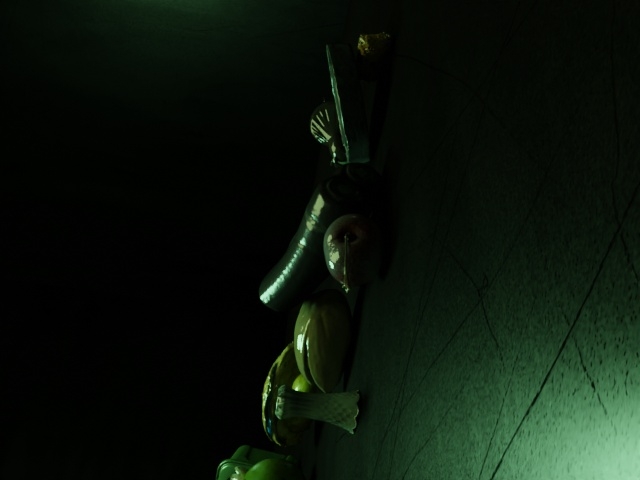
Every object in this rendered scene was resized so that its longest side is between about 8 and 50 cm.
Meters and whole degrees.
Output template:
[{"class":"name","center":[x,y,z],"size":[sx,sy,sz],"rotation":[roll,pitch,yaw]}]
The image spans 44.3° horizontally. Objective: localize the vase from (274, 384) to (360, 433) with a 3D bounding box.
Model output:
[{"class":"vase","center":[-0.007,0.305,1.442],"size":[0.081,0.149,0.081],"rotation":[-172,90,-86]}]

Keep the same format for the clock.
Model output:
[{"class":"clock","center":[0.065,-0.309,1.789],"size":[0.280,0.055,0.280],"rotation":[-11,-90,-89]}]

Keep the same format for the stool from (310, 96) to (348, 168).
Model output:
[{"class":"stool","center":[0.050,-0.294,2.186],"size":[0.121,0.125,0.217],"rotation":[28,-139,-66]}]

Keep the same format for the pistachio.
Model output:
[{"class":"pistachio","center":[0.009,0.212,1.665],"size":[0.136,0.136,0.226],"rotation":[-98,12,-75]}]

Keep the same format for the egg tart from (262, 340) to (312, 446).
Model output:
[{"class":"egg tart","center":[-0.060,0.404,2.066],"size":[0.291,0.107,0.290],"rotation":[4,-90,-69]}]

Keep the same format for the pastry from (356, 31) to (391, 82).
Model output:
[{"class":"pastry","center":[0.113,-0.407,1.744],"size":[0.056,0.080,0.140],"rotation":[61,160,25]}]

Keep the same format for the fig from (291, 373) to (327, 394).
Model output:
[{"class":"fig","center":[0.001,0.348,1.965],"size":[0.166,0.093,0.093],"rotation":[-36,-25,-33]}]

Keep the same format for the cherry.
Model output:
[{"class":"cherry","center":[0.056,0.048,1.383],"size":[0.148,0.115,0.188],"rotation":[-46,36,47]}]

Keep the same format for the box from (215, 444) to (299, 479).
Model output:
[{"class":"box","center":[-0.190,0.798,2.403],"size":[0.178,0.253,0.328],"rotation":[-52,-26,-71]}]

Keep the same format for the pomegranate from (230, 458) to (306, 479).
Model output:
[{"class":"pomegranate","center":[-0.139,0.649,2.002],"size":[0.248,0.202,0.202],"rotation":[10,91,42]}]

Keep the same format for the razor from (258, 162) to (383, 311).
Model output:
[{"class":"razor","center":[0.002,0.000,1.585],"size":[0.204,0.113,0.349],"rotation":[-48,-8,-50]}]
